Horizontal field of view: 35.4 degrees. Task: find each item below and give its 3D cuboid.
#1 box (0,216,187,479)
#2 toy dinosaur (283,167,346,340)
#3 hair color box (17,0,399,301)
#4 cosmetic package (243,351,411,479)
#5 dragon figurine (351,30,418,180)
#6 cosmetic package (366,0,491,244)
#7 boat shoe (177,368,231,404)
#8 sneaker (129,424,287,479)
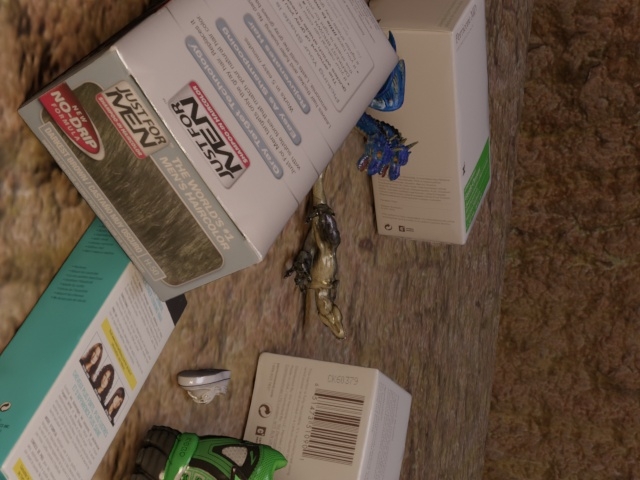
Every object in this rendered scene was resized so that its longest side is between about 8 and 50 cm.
[{"bbox_3d":[-0.187,0.098,0.768,0.244,0.060,0.100,-66,153,-42],"label":"box"},{"bbox_3d":[0.000,0.000,1.278,0.118,0.064,0.268,-20,112,-76],"label":"toy dinosaur"},{"bbox_3d":[-0.069,-0.137,0.862,0.185,0.114,0.374,56,34,-18],"label":"hair color box"},{"bbox_3d":[0.010,0.235,1.225,0.183,0.151,0.151,48,51,-64],"label":"cosmetic package"},{"bbox_3d":[0.062,-0.209,1.259,0.085,0.144,0.289,48,50,-65],"label":"dragon figurine"},{"bbox_3d":[0.164,-0.198,1.539,0.197,0.155,0.365,-59,150,-45],"label":"cosmetic package"},{"bbox_3d":[-0.118,0.150,1.020,0.100,0.035,0.035,19,75,-77],"label":"boat shoe"},{"bbox_3d":[-0.077,0.328,0.960,0.134,0.146,0.343,-68,155,-51],"label":"sneaker"}]
